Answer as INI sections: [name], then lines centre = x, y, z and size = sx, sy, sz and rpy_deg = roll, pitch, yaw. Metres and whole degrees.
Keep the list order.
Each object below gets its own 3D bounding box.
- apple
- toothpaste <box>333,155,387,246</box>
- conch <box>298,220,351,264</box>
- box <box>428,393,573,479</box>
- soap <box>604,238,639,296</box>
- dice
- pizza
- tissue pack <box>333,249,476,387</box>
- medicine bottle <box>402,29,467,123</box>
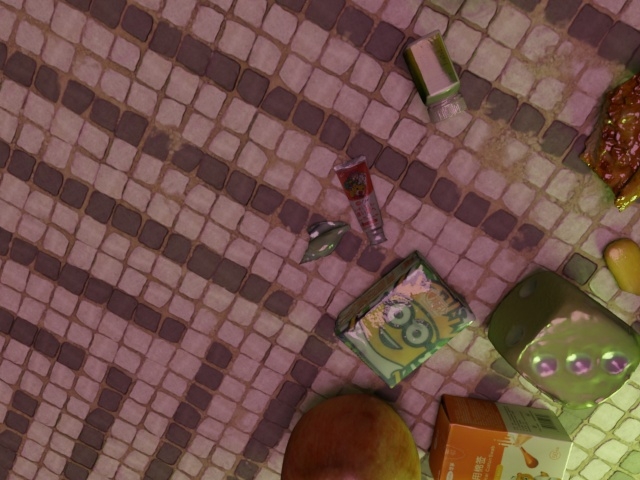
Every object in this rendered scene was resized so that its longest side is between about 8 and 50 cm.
[apple]
centre = 0.076, 0.638, 1.241
size = 0.390, 0.346, 0.392
rpy_deg = 3, 104, 10
[toothpaste]
centre = 0.116, -0.101, 1.198
size = 0.089, 0.057, 0.234
rpy_deg = -20, 94, 11
[conch]
centre = 0.004, 0.004, 1.233
size = 0.180, 0.088, 0.065
rpy_deg = -40, 141, 7
[box]
centre = 0.502, 0.598, 1.296
size = 0.340, 0.143, 0.225
rpy_deg = 7, 105, 5
[soap]
centre = 0.809, 0.075, 1.184
size = 0.089, 0.033, 0.169
rpy_deg = -25, 101, 13
[dice]
centre = 0.604, 0.245, 1.136
size = 0.251, 0.254, 0.250
rpy_deg = 36, 102, -3
[pizza]
centre = 0.731, -0.249, 1.059
size = 0.182, 0.073, 0.366
rpy_deg = 22, 117, 30
[tissue pack]
centre = 0.224, 0.213, 1.225
size = 0.311, 0.128, 0.228
rpy_deg = -43, 99, 14
[medicine bottle]
centre = 0.270, -0.382, 1.064
size = 0.088, 0.132, 0.189
rpy_deg = -24, 102, 11
